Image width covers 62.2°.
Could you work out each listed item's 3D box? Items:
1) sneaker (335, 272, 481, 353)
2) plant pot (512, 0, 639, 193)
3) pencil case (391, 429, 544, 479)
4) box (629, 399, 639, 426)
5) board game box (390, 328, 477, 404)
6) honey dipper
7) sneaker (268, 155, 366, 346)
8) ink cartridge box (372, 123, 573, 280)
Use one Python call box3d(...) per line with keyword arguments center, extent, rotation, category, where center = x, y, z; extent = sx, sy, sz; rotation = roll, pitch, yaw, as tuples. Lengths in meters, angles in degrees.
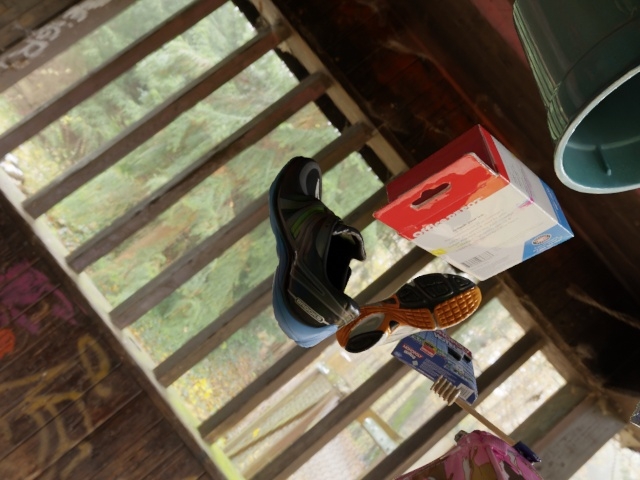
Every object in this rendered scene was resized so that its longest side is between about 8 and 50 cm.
box3d(center=(0.161, 0.129, 0.962), extent=(0.121, 0.262, 0.099), rotation=(20, 52, -68), category="sneaker")
box3d(center=(0.489, -0.309, 0.857), extent=(0.341, 0.341, 0.334), rotation=(64, 13, -58), category="plant pot")
box3d(center=(0.118, 0.398, 0.703), extent=(0.160, 0.386, 0.167), rotation=(39, 26, -22), category="pencil case")
box3d(center=(0.698, 0.323, 0.991), extent=(0.186, 0.145, 0.038), rotation=(29, -2, 0), category="box")
box3d(center=(0.250, 0.225, 1.132), extent=(0.194, 0.060, 0.194), rotation=(33, 22, -2), category="board game box")
box3d(center=(0.234, 0.259, 0.777), extent=(0.160, 0.030, 0.030), rotation=(36, -13, 22), category="honey dipper")
box3d(center=(0.000, 0.000, 0.454), extent=(0.067, 0.078, 0.188), rotation=(50, 25, -45), category="sneaker")
box3d(center=(0.175, -0.043, 0.623), extent=(0.231, 0.134, 0.078), rotation=(26, 44, -38), category="ink cartridge box")
